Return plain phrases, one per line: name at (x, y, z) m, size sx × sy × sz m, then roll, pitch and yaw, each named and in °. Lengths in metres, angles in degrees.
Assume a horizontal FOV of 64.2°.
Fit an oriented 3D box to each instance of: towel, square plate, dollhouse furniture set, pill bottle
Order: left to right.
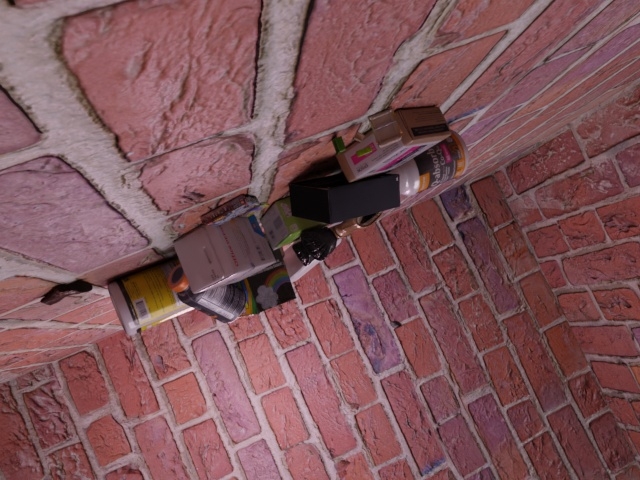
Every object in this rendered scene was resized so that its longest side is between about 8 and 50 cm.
pill bottle at (-0.519, 0.171, 1.719) m, size 0.334 × 0.188 × 0.188 m, roll -22°, pitch 174°, yaw -26°
pill bottle at (-0.363, 0.162, 1.626) m, size 0.130 × 0.130 × 0.246 m, roll -27°, pitch 136°, yaw 26°
towel at (-0.199, -0.091, 1.541) m, size 0.083 × 0.009 × 0.060 m, roll -26°, pitch 174°, yaw 19°
square plate at (-0.044, 0.038, 2.155) m, size 0.344 × 0.049 × 0.347 m, roll -40°, pitch -162°, yaw 12°
dollhouse furniture set at (0.106, -0.239, 1.171) m, size 0.152 × 0.076 × 0.058 m, roll -23°, pitch -173°, yaw -2°
pill bottle at (0.308, -0.234, 1.596) m, size 0.278 × 0.162 × 0.162 m, roll -23°, pitch 174°, yaw -17°

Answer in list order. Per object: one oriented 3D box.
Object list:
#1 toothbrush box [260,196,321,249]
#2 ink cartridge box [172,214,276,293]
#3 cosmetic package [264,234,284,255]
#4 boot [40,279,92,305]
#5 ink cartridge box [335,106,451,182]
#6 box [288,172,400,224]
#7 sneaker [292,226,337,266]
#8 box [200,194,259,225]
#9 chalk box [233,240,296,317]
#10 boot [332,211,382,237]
toothbrush box at (-0.033, -0.090, 1.704) m, size 0.283 × 0.122 × 0.206 m, roll -23°, pitch 175°, yaw -26°
ink cartridge box at (-0.287, 0.038, 1.543) m, size 0.168 × 0.171 × 0.233 m, roll -27°, pitch 173°, yaw 25°
cosmetic package at (-0.313, 0.080, 2.153) m, size 0.309 × 0.113 × 0.160 m, roll -23°, pitch 175°, yaw -10°
boot at (-0.721, 0.152, 1.447) m, size 0.114 × 0.037 × 0.106 m, roll -32°, pitch 158°, yaw 34°
ink cartridge box at (0.188, -0.248, 1.323) m, size 0.193 × 0.088 × 0.235 m, roll -21°, pitch 175°, yaw -44°
box at (0.070, -0.127, 1.441) m, size 0.261 × 0.103 × 0.184 m, roll -15°, pitch -164°, yaw -34°
sneaker at (0.000, 0.000, 1.643) m, size 0.130 × 0.109 × 0.286 m, roll -33°, pitch -176°, yaw -19°
box at (-0.242, -0.080, 1.368) m, size 0.137 × 0.027 × 0.094 m, roll -26°, pitch 176°, yaw 14°
chalk box at (-0.243, 0.107, 1.806) m, size 0.180 × 0.289 × 0.179 m, roll -18°, pitch 179°, yaw -42°
boot at (0.169, -0.103, 1.857) m, size 0.236 × 0.089 × 0.269 m, roll -47°, pitch -174°, yaw -19°
